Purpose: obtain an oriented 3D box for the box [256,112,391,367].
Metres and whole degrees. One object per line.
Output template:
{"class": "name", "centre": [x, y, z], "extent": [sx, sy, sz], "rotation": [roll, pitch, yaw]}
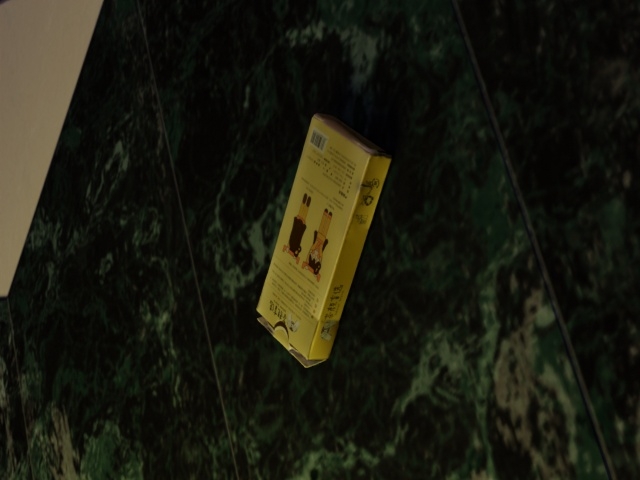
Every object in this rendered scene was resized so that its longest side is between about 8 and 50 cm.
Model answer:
{"class": "box", "centre": [0.000, 0.000, 0.916], "extent": [0.073, 0.020, 0.149], "rotation": [40, 119, 50]}
